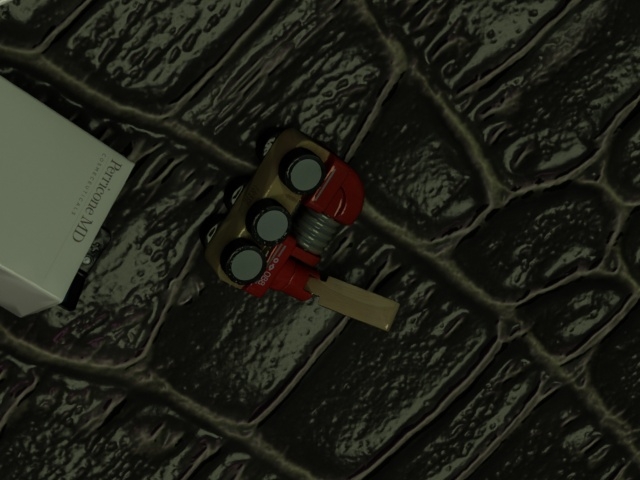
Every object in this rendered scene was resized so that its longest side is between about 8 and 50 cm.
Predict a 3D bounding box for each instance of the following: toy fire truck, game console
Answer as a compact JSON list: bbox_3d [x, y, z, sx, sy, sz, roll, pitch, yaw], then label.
[{"bbox_3d":[0.000,0.000,1.948,0.246,0.158,0.217,29,97,-32],"label":"toy fire truck"},{"bbox_3d":[-0.345,0.012,1.897,0.122,0.071,0.107,33,97,-21],"label":"game console"}]

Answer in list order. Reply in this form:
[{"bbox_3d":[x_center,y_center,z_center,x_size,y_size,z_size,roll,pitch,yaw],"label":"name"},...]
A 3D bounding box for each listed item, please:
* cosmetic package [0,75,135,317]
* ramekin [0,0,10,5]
[{"bbox_3d":[-0.447,-0.095,1.755,0.385,0.156,0.217,31,66,-20],"label":"cosmetic package"},{"bbox_3d":[-0.430,-0.415,1.713,0.277,0.135,0.277,-4,108,-13],"label":"ramekin"}]
